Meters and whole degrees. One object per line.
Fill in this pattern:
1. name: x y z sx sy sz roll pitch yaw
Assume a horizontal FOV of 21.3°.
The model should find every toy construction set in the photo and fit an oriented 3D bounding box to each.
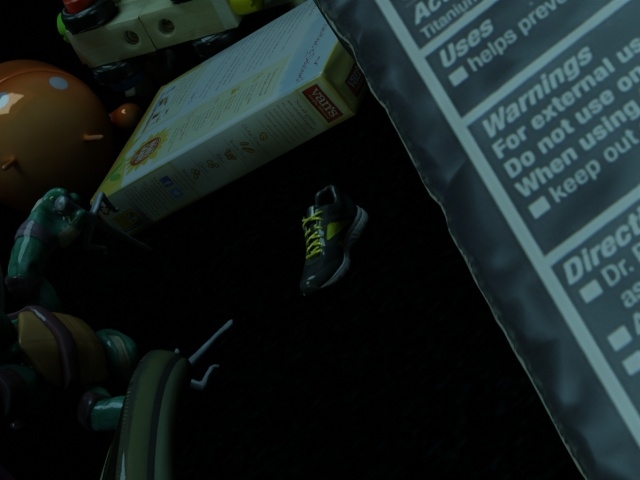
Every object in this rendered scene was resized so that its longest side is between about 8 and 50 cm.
1. toy construction set: -0.103 -0.223 1.467 0.327 0.151 0.215 -27 26 33

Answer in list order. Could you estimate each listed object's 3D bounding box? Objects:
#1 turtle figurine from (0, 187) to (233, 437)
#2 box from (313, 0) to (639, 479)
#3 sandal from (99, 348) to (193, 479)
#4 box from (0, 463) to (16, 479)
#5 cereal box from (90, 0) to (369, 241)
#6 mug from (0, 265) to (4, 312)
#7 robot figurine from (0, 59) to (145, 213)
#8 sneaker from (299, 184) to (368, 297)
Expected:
1. turtle figurine: -0.153 0.061 0.998 0.118 0.175 0.234 -52 -24 19
2. box: 0.197 -0.013 0.345 0.296 0.183 0.294 -35 46 11
3. sandal: -0.045 0.166 0.667 0.303 0.086 0.120 -109 32 -52
4. box: -0.258 0.159 0.857 0.117 0.213 0.243 -35 20 11
5. cereal box: -0.052 -0.106 1.287 0.240 0.047 0.173 -25 25 34
6. mug: -0.373 0.070 1.115 0.374 0.328 0.276 -14 22 -41
7. robot figurine: -0.247 -0.092 1.486 0.128 0.158 0.219 -62 20 2
8. sneaker: 0.000 0.000 0.994 0.031 0.035 0.083 -27 24 33
